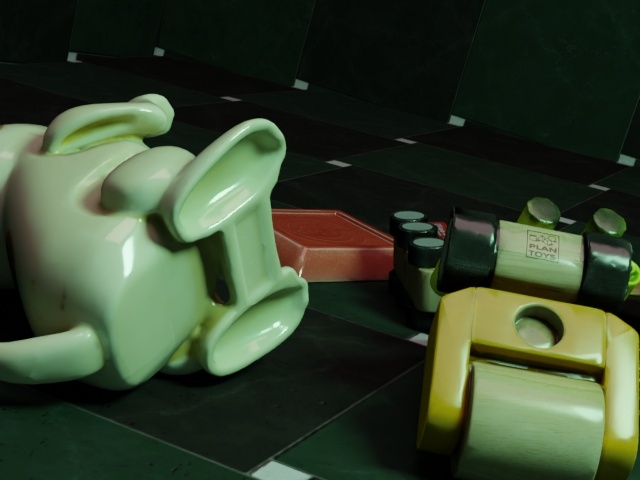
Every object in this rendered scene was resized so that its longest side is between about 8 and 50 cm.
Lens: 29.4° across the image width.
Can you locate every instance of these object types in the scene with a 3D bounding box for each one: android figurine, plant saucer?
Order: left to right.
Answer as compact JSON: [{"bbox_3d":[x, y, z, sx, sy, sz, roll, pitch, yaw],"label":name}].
[{"bbox_3d":[0.000,0.000,1.900,0.258,0.047,0.259,0,17,-35],"label":"plant saucer"},{"bbox_3d":[0.260,0.056,1.499,0.248,0.273,0.056,8,48,-11],"label":"android figurine"}]

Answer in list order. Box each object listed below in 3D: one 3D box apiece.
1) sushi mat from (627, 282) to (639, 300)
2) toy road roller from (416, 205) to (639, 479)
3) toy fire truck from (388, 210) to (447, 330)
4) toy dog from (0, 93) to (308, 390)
[{"bbox_3d":[0.387,0.064,1.856,0.316,0.019,0.151,4,11,29],"label":"sushi mat"},{"bbox_3d":[0.209,0.142,1.306,0.202,0.240,0.329,10,51,1],"label":"toy road roller"},{"bbox_3d":[0.229,0.055,1.710,0.246,0.158,0.217,-2,16,-7],"label":"toy fire truck"},{"bbox_3d":[-0.270,0.004,1.356,0.408,0.284,0.395,23,56,36],"label":"toy dog"}]
